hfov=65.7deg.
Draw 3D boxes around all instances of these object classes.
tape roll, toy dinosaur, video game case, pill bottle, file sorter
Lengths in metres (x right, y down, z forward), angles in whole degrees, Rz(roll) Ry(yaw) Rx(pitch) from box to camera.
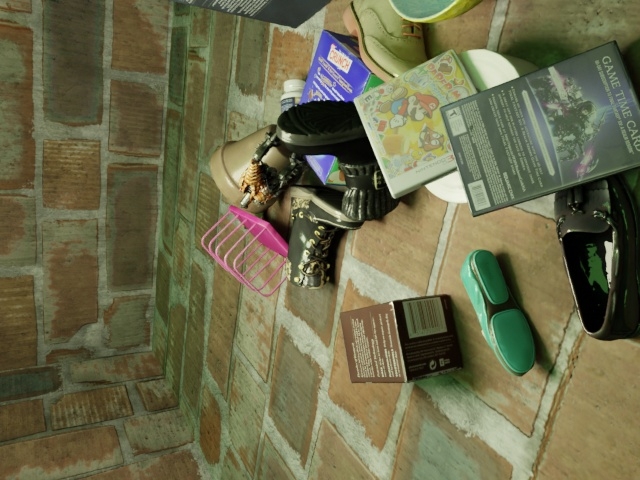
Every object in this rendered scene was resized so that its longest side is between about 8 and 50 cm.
[{"bbox_3d":[0.304,-0.210,0.949,0.286,0.100,0.286,3,93,57],"label":"tape roll"},{"bbox_3d":[-0.152,-0.175,1.397,0.218,0.164,0.322,-49,17,-3],"label":"toy dinosaur"},{"bbox_3d":[0.349,-0.170,0.784,0.274,0.026,0.196,-17,80,19],"label":"video game case"},{"bbox_3d":[0.188,-0.214,0.900,0.206,0.026,0.227,-24,65,13],"label":"video game case"},{"bbox_3d":[-0.077,-0.408,1.547,0.094,0.094,0.169,-3,89,58],"label":"pill bottle"},{"bbox_3d":[-0.240,0.038,1.660,0.182,0.202,0.291,-48,35,-13],"label":"file sorter"}]

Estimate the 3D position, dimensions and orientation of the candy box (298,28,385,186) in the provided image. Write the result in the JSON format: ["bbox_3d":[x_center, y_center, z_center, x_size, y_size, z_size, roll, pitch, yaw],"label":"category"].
[{"bbox_3d":[0.056,-0.348,1.316,0.268,0.122,0.317,59,139,40],"label":"candy box"}]

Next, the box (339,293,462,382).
[{"bbox_3d":[0.175,0.222,1.110,0.203,0.168,0.167,-26,70,56],"label":"box"}]

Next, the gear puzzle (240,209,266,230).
[{"bbox_3d":[-0.244,-0.196,1.874,0.175,0.044,0.339,17,107,49],"label":"gear puzzle"}]

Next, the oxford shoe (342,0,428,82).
[{"bbox_3d":[0.169,-0.468,1.117,0.146,0.140,0.397,-53,49,38],"label":"oxford shoe"}]

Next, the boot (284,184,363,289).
[{"bbox_3d":[0.000,0.000,1.405,0.377,0.138,0.284,29,115,58],"label":"boot"}]

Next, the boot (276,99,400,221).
[{"bbox_3d":[0.058,-0.160,1.083,0.131,0.348,0.260,53,143,42],"label":"boot"}]

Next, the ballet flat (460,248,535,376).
[{"bbox_3d":[0.336,0.139,0.952,0.087,0.083,0.247,103,154,-68],"label":"ballet flat"}]

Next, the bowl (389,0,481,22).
[{"bbox_3d":[0.267,-0.551,0.931,0.289,0.156,0.289,9,100,57],"label":"bowl"}]

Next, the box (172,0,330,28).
[{"bbox_3d":[-0.214,-0.921,1.385,0.297,0.472,0.480,-5,88,59],"label":"box"}]

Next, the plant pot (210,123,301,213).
[{"bbox_3d":[-0.191,-0.254,1.620,0.229,0.263,0.263,-33,62,32],"label":"plant pot"}]

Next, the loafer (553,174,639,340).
[{"bbox_3d":[0.425,0.005,0.768,0.109,0.095,0.302,-22,73,55],"label":"loafer"}]
